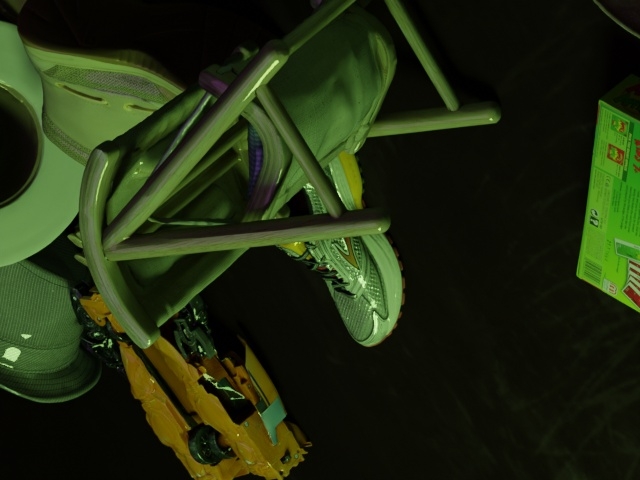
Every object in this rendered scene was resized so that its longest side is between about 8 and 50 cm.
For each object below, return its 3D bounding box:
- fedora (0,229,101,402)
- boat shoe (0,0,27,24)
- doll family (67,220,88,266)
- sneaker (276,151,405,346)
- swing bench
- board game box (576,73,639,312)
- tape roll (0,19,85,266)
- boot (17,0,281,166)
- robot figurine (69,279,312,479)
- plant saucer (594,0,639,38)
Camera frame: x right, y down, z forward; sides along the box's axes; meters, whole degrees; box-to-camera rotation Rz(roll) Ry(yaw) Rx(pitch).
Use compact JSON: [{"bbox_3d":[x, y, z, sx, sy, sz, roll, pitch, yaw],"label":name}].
[{"bbox_3d":[-0.341,0.043,2.136,0.275,0.244,0.124,36,114,17],"label":"fedora"},{"bbox_3d":[-0.240,-0.272,1.763,0.121,0.110,0.341,54,147,-2],"label":"boat shoe"},{"bbox_3d":[-0.191,-0.043,1.941,0.076,0.111,0.193,40,153,-28],"label":"doll family"},{"bbox_3d":[0.000,0.000,1.745,0.088,0.093,0.225,2,123,50],"label":"sneaker"},{"bbox_3d":[-0.038,-0.075,1.506,0.254,0.253,0.165,-25,101,32],"label":"swing bench"},{"bbox_3d":[0.248,-0.027,1.460,0.092,0.043,0.181,31,142,28],"label":"board game box"},{"bbox_3d":[-0.363,-0.097,1.934,0.169,0.246,0.246,8,128,63],"label":"tape roll"},{"bbox_3d":[-0.139,-0.124,1.768,0.262,0.095,0.203,12,152,4],"label":"boot"},{"bbox_3d":[-0.142,0.129,2.043,0.211,0.085,0.291,-21,105,50],"label":"robot figurine"},{"bbox_3d":[0.239,-0.217,1.298,0.198,0.036,0.198,32,141,30],"label":"plant saucer"}]
